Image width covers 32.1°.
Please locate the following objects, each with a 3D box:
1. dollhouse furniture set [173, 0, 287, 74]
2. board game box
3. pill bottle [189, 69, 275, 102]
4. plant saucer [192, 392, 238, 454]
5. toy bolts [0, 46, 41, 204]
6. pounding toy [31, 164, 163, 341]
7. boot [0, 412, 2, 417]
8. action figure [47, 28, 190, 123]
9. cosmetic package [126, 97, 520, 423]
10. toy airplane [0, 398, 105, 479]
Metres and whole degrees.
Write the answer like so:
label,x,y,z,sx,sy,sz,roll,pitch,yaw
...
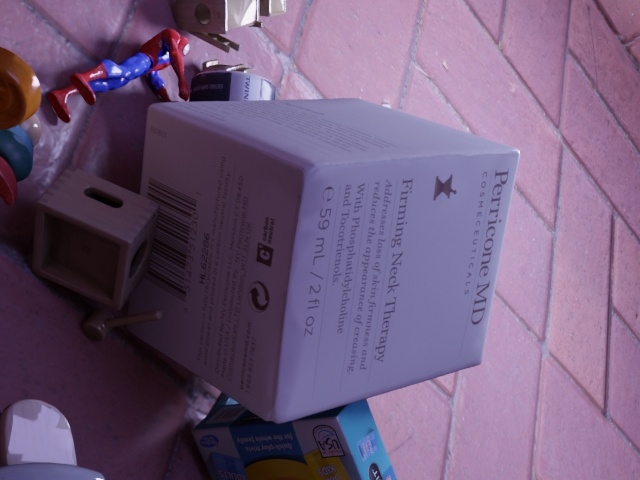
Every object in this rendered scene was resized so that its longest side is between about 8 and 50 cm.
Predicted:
label,x,y,z,sx,sy,sz,roll,pitch,yaw
dollhouse furniture set,-0.146,-0.330,1.829,0.182,0.101,0.160,-26,122,-56
board game box,-0.004,0.380,1.529,0.079,0.254,0.336,-37,110,-52
pill bottle,-0.140,-0.121,1.662,0.130,0.130,0.245,14,78,-52
plant saucer,-0.126,0.254,1.642,0.067,0.018,0.192,57,39,-22
toy bolts,-0.389,-0.165,1.313,0.158,0.218,0.228,-72,151,-48
pounding toy,-0.265,0.032,1.418,0.181,0.206,0.094,23,44,6
boot,-0.395,0.257,1.213,0.246,0.083,0.161,30,58,-43
action figure,-0.252,-0.216,1.603,0.139,0.091,0.280,57,38,-11
cosmetic package,0.000,0.000,1.496,0.394,0.327,0.329,-9,113,-42
toy airplane,-0.259,0.401,1.030,0.386,0.272,0.384,39,73,3
